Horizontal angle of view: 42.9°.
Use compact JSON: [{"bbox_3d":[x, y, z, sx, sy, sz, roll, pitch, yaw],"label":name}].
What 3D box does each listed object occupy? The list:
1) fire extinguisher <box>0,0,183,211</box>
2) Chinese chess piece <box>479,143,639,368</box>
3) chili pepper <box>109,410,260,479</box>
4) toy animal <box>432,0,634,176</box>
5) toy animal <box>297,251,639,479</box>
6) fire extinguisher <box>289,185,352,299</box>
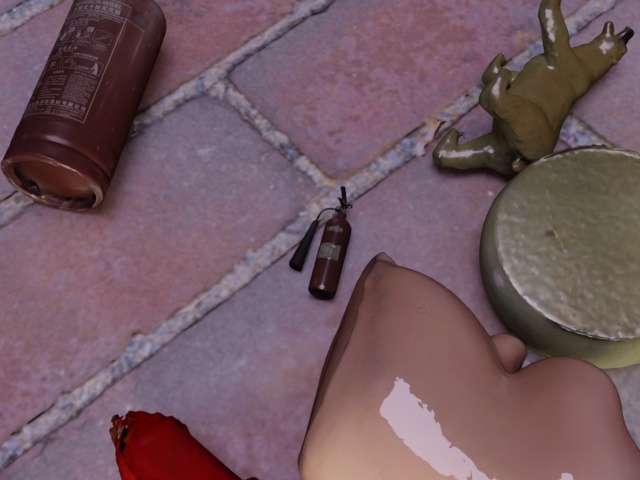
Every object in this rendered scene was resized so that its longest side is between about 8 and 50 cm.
[{"bbox_3d":[-0.205,-0.163,0.777,0.105,0.105,0.269,10,63,7],"label":"fire extinguisher"},{"bbox_3d":[0.227,0.013,0.677,0.188,0.083,0.188,-1,64,2],"label":"Chinese chess piece"},{"bbox_3d":[-0.026,0.246,0.544,0.110,0.110,0.387,-41,65,-19],"label":"chili pepper"},{"bbox_3d":[0.206,-0.140,0.763,0.101,0.103,0.218,35,64,-1],"label":"toy animal"},{"bbox_3d":[0.104,0.144,0.559,0.256,0.195,0.213,25,26,10],"label":"toy animal"},{"bbox_3d":[0.002,0.003,0.722,0.046,0.032,0.100,-9,55,37],"label":"fire extinguisher"}]
